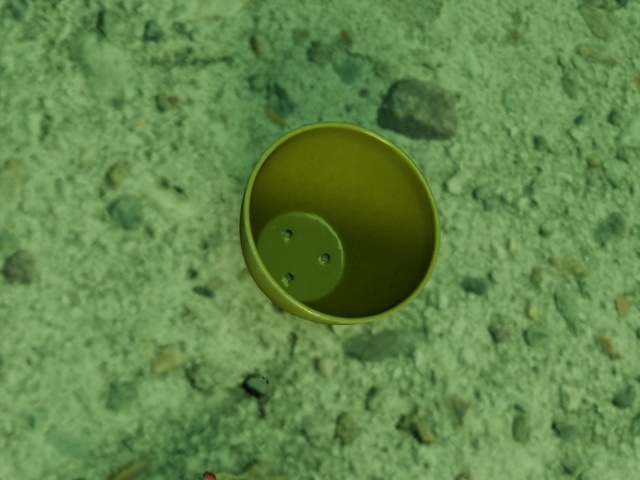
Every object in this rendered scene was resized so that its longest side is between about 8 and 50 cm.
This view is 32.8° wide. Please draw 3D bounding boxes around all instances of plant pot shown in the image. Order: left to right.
[{"bbox_3d":[0.000,0.000,0.734,0.134,0.095,0.134,6,71,-19],"label":"plant pot"}]

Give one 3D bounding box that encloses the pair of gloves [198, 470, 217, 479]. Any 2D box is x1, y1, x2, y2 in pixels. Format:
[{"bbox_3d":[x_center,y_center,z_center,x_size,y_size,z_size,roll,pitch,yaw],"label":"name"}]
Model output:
[{"bbox_3d":[-0.082,0.227,0.619,0.159,0.023,0.198,-40,60,-10],"label":"pair of gloves"}]
